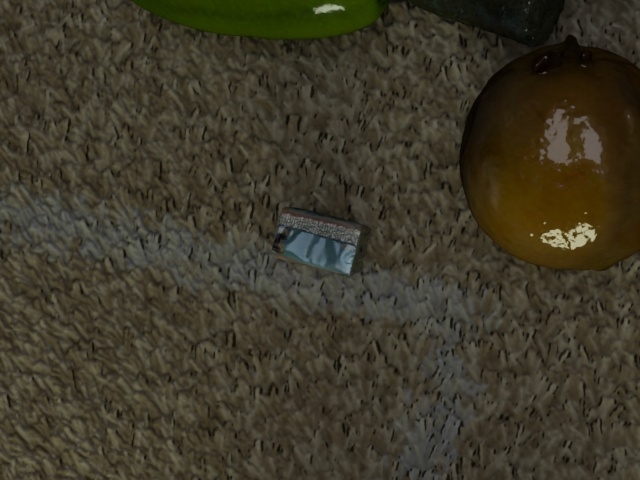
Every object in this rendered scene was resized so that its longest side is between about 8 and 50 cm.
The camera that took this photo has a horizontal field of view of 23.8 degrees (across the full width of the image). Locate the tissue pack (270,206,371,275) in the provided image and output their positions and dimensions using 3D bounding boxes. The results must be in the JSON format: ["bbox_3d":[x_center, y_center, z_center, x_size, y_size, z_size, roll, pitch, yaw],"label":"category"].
[{"bbox_3d":[0.000,0.000,1.642,0.094,0.074,0.058,14,94,11],"label":"tissue pack"}]

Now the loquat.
[{"bbox_3d":[0.252,-0.084,1.548,0.238,0.193,0.238,7,110,21],"label":"loquat"}]

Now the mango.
[{"bbox_3d":[-0.078,-0.312,1.619,0.343,0.156,0.192,4,85,13],"label":"mango"}]

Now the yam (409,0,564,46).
[{"bbox_3d":[0.168,-0.259,1.595,0.179,0.078,0.078,22,92,34],"label":"yam"}]
